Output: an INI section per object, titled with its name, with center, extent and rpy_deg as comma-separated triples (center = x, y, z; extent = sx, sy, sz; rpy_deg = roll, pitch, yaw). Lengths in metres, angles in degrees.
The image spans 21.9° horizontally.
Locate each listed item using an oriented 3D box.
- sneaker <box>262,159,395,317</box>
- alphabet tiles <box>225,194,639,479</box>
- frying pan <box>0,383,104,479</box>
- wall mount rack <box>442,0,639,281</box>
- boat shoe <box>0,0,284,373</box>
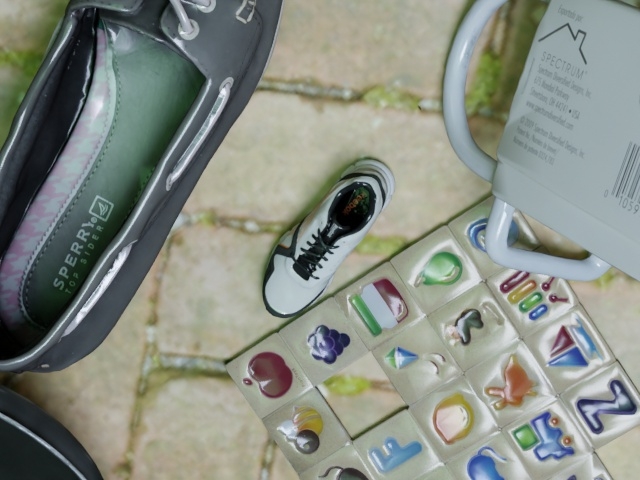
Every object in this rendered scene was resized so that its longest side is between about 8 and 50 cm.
[sneaker]
center = 0.000, 0.000, 0.949
extent = 0.040, 0.044, 0.109
rpy_deg = 35, 104, 0
[alphabet tiles]
center = 0.089, 0.120, 0.970
extent = 0.198, 0.009, 0.237
rpy_deg = -33, 93, 12
[frying pan]
center = -0.220, 0.090, 0.918
extent = 0.197, 0.053, 0.326
rpy_deg = 2, 133, 24
[wall mount rack]
center = 0.208, -0.088, 0.806
extent = 0.131, 0.350, 0.304
rpy_deg = 10, 106, -29
[boat shoe]
center = -0.109, -0.071, 0.927
extent = 0.112, 0.095, 0.335
rpy_deg = 26, 102, 4
